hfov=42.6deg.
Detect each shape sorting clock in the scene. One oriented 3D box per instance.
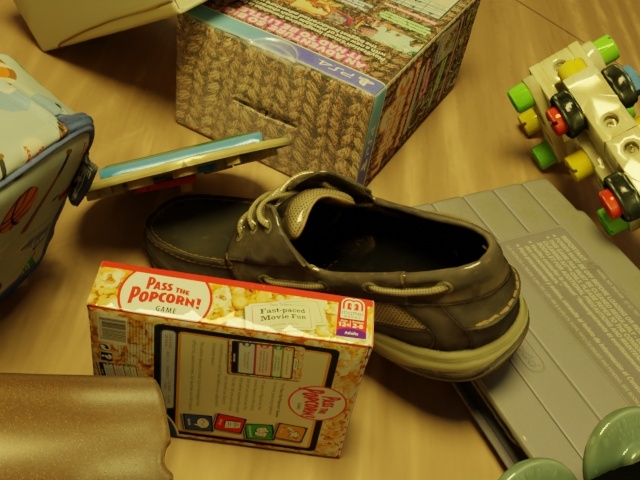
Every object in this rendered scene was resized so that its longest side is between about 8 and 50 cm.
[{"bbox_3d":[-0.128,-0.065,0.761,0.206,0.040,0.206,-13,10,2],"label":"shape sorting clock"}]

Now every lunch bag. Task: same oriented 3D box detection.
[{"bbox_3d":[-0.290,0.012,0.575,0.115,0.243,0.303,37,35,1],"label":"lunch bag"}]

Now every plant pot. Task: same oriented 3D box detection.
[{"bbox_3d":[-0.186,0.154,0.521,0.165,0.167,0.167,0,44,-21],"label":"plant pot"}]

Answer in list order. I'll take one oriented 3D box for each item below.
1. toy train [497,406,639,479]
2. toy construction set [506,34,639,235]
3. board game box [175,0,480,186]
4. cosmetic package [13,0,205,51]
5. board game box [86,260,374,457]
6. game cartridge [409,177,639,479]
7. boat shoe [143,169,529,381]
[{"bbox_3d":[0.168,0.232,0.488,0.334,0.190,0.142,-18,10,-22],"label":"toy train"},{"bbox_3d":[0.319,-0.082,0.857,0.151,0.215,0.327,-42,63,2],"label":"toy construction set"},{"bbox_3d":[0.013,-0.214,0.944,0.232,0.141,0.291,27,46,16],"label":"board game box"},{"bbox_3d":[-0.205,-0.305,0.899,0.160,0.113,0.309,-40,27,-32],"label":"cosmetic package"},{"bbox_3d":[-0.068,0.094,0.607,0.194,0.146,0.045,9,44,-3],"label":"board game box"},{"bbox_3d":[0.214,0.088,0.735,0.230,0.068,0.355,-10,47,-25],"label":"game cartridge"},{"bbox_3d":[0.000,0.000,0.686,0.355,0.130,0.132,11,45,25],"label":"boat shoe"}]
